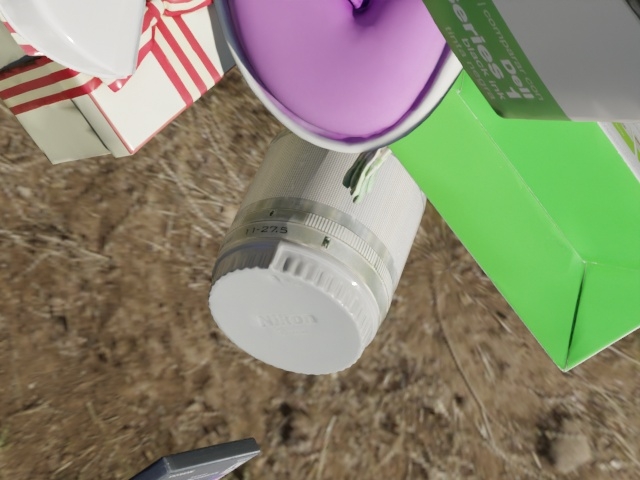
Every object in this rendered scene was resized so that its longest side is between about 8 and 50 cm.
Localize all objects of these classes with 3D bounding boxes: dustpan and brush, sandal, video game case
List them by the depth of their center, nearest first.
[{"bbox_3d":[0.011,-0.236,0.570,0.169,0.102,0.416,19,115,23],"label":"sandal"},{"bbox_3d":[-0.247,-0.229,1.073,0.060,0.211,0.147,-6,73,43],"label":"dustpan and brush"},{"bbox_3d":[-0.224,0.317,1.520,0.274,0.196,0.026,-36,73,22],"label":"video game case"}]

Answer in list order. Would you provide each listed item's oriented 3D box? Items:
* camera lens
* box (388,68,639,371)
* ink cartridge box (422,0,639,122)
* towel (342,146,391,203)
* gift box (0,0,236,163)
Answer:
[{"bbox_3d":[0.000,0.000,1.597,0.219,0.219,0.274,18,52,6],"label":"camera lens"},{"bbox_3d":[0.150,-0.081,0.919,0.126,0.231,0.262,-35,102,19],"label":"box"},{"bbox_3d":[0.131,-0.105,0.323,0.160,0.219,0.093,-36,106,-11],"label":"ink cartridge box"},{"bbox_3d":[0.144,-0.191,1.255,0.038,0.325,0.248,37,53,-3],"label":"towel"},{"bbox_3d":[-0.256,-0.251,1.433,0.255,0.258,0.276,-50,116,-26],"label":"gift box"}]
